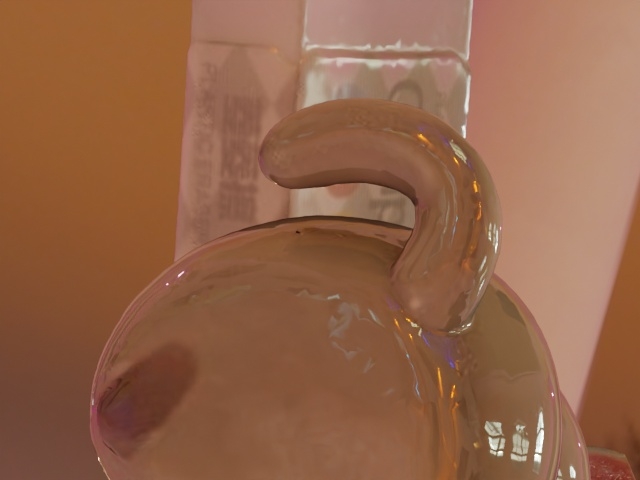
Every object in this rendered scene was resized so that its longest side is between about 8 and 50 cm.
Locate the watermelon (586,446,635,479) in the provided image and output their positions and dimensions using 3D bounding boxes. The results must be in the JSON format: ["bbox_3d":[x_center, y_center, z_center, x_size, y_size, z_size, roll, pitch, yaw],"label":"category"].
[{"bbox_3d":[0.283,0.253,1.489,0.092,0.085,0.072,62,-13,-2],"label":"watermelon"}]

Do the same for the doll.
[{"bbox_3d":[0.027,0.112,0.739,0.215,0.226,0.370,38,-11,23],"label":"doll"}]

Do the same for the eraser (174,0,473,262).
[{"bbox_3d":[0.000,0.000,1.051,0.213,0.396,0.082,-6,15,-41],"label":"eraser"}]
